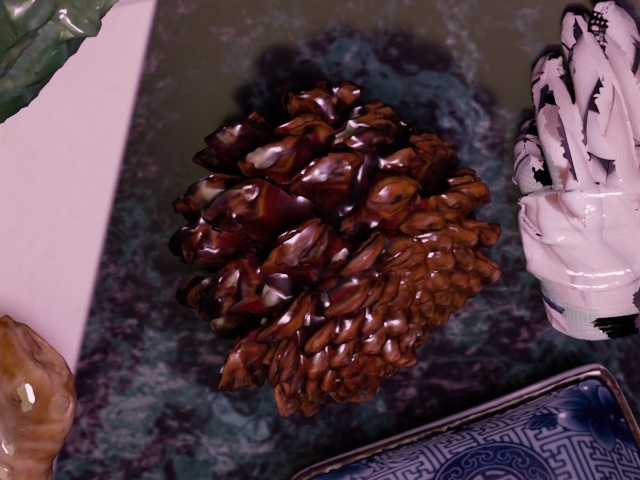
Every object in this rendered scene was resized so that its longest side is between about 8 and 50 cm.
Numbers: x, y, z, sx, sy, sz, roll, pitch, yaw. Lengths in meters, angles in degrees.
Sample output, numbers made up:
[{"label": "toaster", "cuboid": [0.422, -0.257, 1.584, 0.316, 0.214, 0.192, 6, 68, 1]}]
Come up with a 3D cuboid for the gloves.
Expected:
[{"label": "gloves", "cuboid": [0.190, -0.048, 1.234, 0.127, 0.111, 0.212, 0, 117, 12]}]

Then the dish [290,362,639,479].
[{"label": "dish", "cuboid": [0.122, 0.191, 1.336, 0.243, 0.080, 0.182, -22, 106, 12]}]

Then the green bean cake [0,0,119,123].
[{"label": "green bean cake", "cuboid": [-0.227, -0.252, 1.125, 0.300, 0.169, 0.308, 38, 129, -11]}]

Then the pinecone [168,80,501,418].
[{"label": "pinecone", "cuboid": [0.000, 0.000, 1.225, 0.221, 0.221, 0.221, 2, 109, 6]}]

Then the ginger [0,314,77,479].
[{"label": "ginger", "cuboid": [-0.305, 0.207, 1.348, 0.256, 0.176, 0.375, 36, 110, 10]}]
